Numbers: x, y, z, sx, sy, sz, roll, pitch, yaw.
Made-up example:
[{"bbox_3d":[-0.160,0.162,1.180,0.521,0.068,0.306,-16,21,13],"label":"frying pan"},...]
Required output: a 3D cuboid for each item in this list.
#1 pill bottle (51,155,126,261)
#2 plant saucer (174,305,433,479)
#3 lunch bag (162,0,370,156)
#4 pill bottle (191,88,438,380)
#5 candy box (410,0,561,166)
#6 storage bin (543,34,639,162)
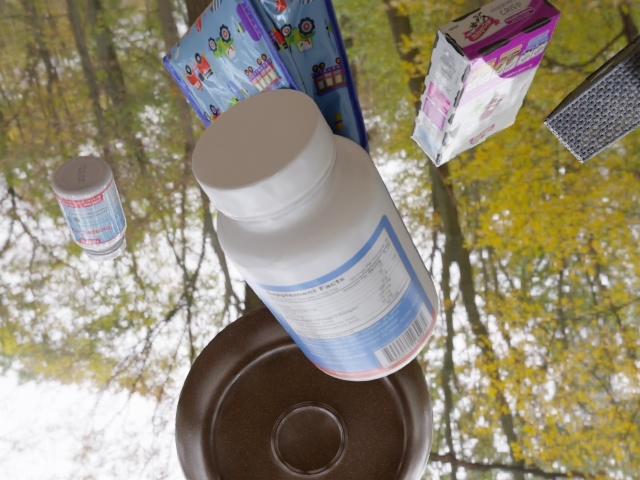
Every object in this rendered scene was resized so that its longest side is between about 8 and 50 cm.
[{"bbox_3d":[-0.346,-0.044,1.126,0.087,0.160,0.087,-1,-133,1],"label":"pill bottle"},{"bbox_3d":[-0.015,0.224,0.859,0.310,0.311,0.050,-12,-174,-5],"label":"plant saucer"},{"bbox_3d":[-0.047,-0.156,0.931,0.138,0.293,0.221,-24,180,-36],"label":"lunch bag"},{"bbox_3d":[0.000,0.000,0.545,0.124,0.221,0.124,-16,-134,17],"label":"pill bottle"},{"bbox_3d":[0.224,-0.225,1.041,0.159,0.233,0.071,-29,-114,-18],"label":"candy box"},{"bbox_3d":[0.411,-0.202,1.019,0.122,0.084,0.180,-43,179,-31],"label":"storage bin"}]
